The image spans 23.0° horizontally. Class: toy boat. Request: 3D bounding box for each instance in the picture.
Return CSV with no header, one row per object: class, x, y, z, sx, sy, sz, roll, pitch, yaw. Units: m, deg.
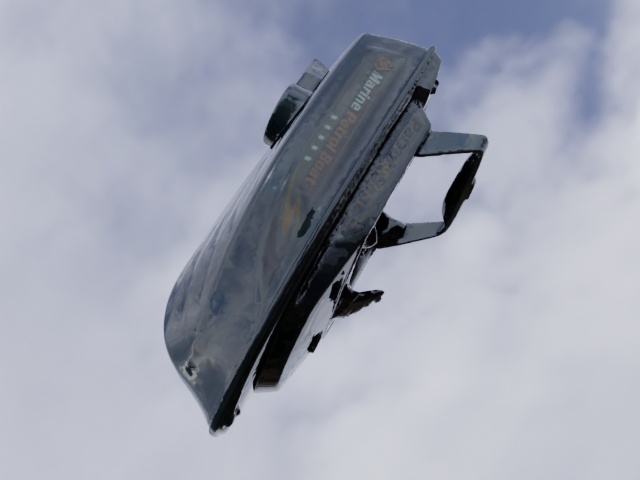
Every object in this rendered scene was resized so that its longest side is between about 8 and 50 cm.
toy boat,0.000,0.000,0.713,0.246,0.103,0.093,-59,-7,-46
